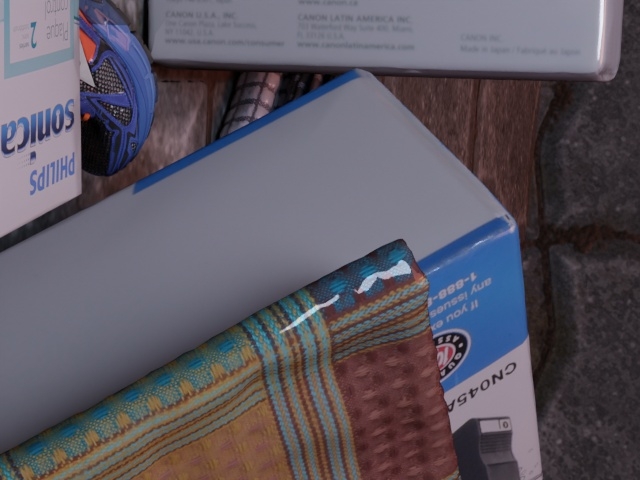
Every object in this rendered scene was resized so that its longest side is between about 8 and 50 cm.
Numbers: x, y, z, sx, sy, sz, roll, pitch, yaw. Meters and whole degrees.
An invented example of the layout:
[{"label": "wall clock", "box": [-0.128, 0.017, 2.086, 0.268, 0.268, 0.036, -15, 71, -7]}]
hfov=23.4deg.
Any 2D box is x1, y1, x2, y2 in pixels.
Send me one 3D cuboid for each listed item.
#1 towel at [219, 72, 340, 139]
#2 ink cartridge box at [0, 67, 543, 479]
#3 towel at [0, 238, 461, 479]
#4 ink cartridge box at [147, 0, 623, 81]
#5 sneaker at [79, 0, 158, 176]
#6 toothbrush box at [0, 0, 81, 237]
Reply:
[{"label": "towel", "box": [0.000, 0.000, 1.267, 0.283, 0.121, 0.235, 71, 29, -53]}, {"label": "ink cartridge box", "box": [-0.025, 0.141, 0.917, 0.285, 0.166, 0.395, -29, 139, -14]}, {"label": "towel", "box": [-0.093, 0.177, 0.742, 0.040, 0.370, 0.271, 50, -17, 41]}, {"label": "ink cartridge box", "box": [0.046, -0.300, 1.011, 0.091, 0.308, 0.385, -12, 106, -72]}, {"label": "sneaker", "box": [-0.158, -0.110, 0.826, 0.087, 0.083, 0.221, -59, 146, -30]}, {"label": "toothbrush box", "box": [-0.184, -0.143, 0.591, 0.216, 0.126, 0.295, -46, 140, -75]}]
